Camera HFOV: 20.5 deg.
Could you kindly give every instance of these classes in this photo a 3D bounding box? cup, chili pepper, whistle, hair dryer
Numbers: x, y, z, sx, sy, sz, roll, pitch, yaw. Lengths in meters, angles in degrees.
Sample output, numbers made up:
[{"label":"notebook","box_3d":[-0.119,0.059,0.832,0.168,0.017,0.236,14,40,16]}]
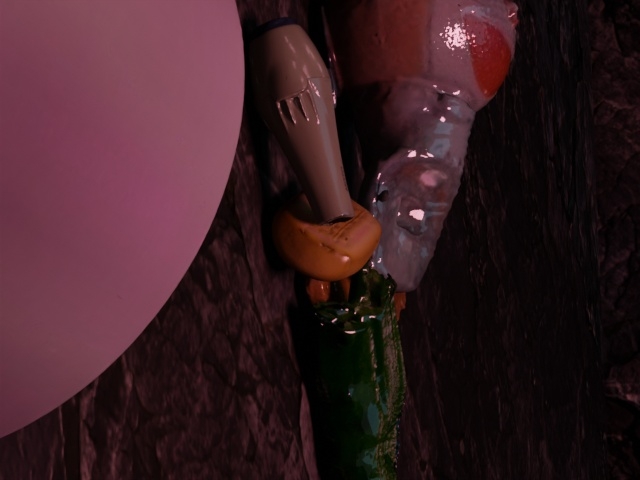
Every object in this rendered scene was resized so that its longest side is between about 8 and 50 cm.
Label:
[{"label":"cup","box_3d":[-0.197,-0.093,0.522,0.371,0.253,0.253,45,43,-62]},{"label":"chili pepper","box_3d":[0.032,0.127,1.482,0.098,0.061,0.224,-21,111,-42]},{"label":"whistle","box_3d":[0.089,-0.122,1.567,0.189,0.189,0.347,49,42,-62]},{"label":"hair dryer","box_3d":[-0.003,-0.074,1.438,0.199,0.067,0.167,59,15,-69]}]

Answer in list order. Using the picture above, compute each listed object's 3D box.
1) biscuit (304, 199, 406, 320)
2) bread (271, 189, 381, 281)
[{"label":"biscuit","box_3d":[0.031,0.043,1.569,0.250,0.035,0.162,12,68,-72]},{"label":"bread","box_3d":[0.000,0.000,1.432,0.056,0.082,0.115,-57,178,25]}]
